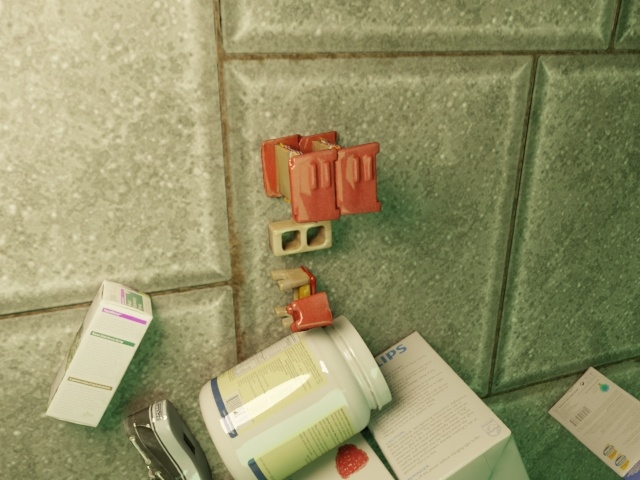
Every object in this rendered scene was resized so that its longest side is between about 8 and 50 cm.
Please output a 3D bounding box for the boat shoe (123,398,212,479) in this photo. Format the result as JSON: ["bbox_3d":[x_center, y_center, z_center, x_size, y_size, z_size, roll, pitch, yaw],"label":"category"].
[{"bbox_3d":[-0.303,0.460,1.070,0.104,0.113,0.306,-20,123,-4],"label":"boat shoe"}]

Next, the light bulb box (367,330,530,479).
[{"bbox_3d":[0.262,0.463,1.152,0.225,0.361,0.358,-30,118,-6],"label":"light bulb box"}]

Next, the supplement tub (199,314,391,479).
[{"bbox_3d":[-0.048,0.314,1.043,0.324,0.235,0.236,-28,117,-9],"label":"supplement tub"}]

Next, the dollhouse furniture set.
[{"bbox_3d":[0.000,0.000,0.961,0.152,0.201,0.374,-10,112,-18],"label":"dollhouse furniture set"}]

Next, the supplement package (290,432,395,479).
[{"bbox_3d":[0.053,0.519,1.116,0.177,0.293,0.175,-32,125,-12],"label":"supplement package"}]

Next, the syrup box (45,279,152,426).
[{"bbox_3d":[-0.395,0.201,0.944,0.096,0.093,0.237,26,99,-27],"label":"syrup box"}]

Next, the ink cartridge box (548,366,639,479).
[{"bbox_3d":[0.789,0.499,1.401,0.186,0.311,0.065,-47,118,1],"label":"ink cartridge box"}]
